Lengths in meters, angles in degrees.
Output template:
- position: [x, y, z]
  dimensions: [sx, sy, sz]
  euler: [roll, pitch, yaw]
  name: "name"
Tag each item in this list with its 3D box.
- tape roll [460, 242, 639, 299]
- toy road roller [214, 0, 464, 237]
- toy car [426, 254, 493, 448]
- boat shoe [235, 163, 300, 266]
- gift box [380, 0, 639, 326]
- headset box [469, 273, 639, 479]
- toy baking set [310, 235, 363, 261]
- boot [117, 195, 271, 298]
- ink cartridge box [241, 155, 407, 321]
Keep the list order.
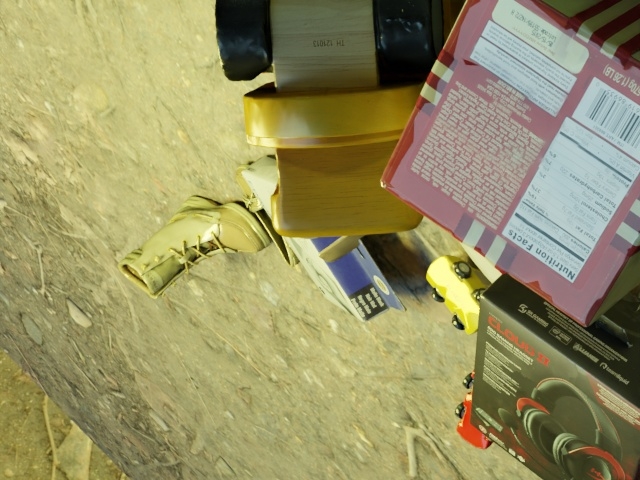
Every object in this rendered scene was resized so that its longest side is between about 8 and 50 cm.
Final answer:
- position: [0.266, -0.033, 1.753]
  dimensions: [0.392, 0.072, 0.392]
  euler: [36, 152, 23]
  name: "tape roll"
- position: [0.026, -0.135, 1.615]
  dimensions: [0.203, 0.329, 0.240]
  euler: [-2, 100, 10]
  name: "toy road roller"
- position: [0.237, 0.123, 2.000]
  dimensions: [0.225, 0.053, 0.239]
  euler: [-7, 97, 46]
  name: "toy car"
- position: [-0.068, -0.035, 2.309]
  dimensions: [0.153, 0.048, 0.056]
  euler: [53, 154, -9]
  name: "boat shoe"
- position: [0.248, -0.115, 1.437]
  dimensions: [0.255, 0.258, 0.276]
  euler: [40, 121, 14]
  name: "gift box"
- position: [0.274, 0.146, 1.778]
  dimensions: [0.218, 0.110, 0.293]
  euler: [37, 153, 24]
  name: "headset box"
- position: [0.056, -0.073, 1.911]
  dimensions: [0.256, 0.197, 0.030]
  euler: [85, 164, -57]
  name: "toy baking set"
- position: [-0.180, 0.016, 2.421]
  dimensions: [0.213, 0.165, 0.077]
  euler: [14, 139, 53]
  name: "boot"
- position: [0.000, 0.000, 2.187]
  dimensions: [0.223, 0.045, 0.224]
  euler: [56, 169, -16]
  name: "ink cartridge box"
